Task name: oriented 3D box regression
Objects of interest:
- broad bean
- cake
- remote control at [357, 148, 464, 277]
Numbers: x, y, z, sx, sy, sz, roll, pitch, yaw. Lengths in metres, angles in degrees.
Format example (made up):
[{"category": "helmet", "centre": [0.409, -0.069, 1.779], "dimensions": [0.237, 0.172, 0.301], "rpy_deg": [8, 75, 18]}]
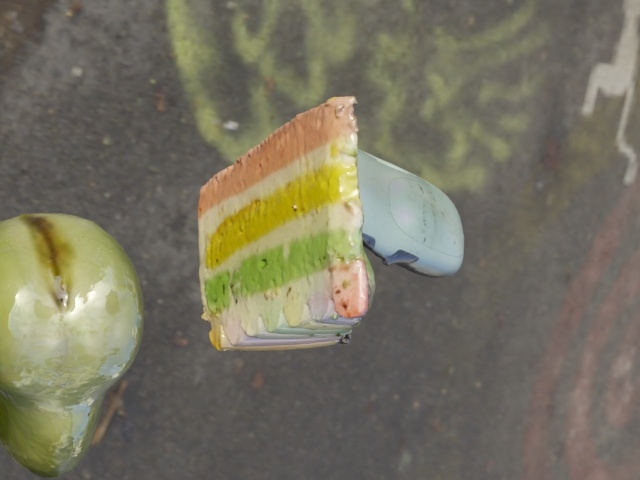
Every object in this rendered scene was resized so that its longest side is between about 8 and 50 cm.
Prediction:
[{"category": "broad bean", "centre": [-0.217, 0.077, 1.045], "dimensions": [0.121, 0.189, 0.263], "rpy_deg": [-8, 152, -26]}, {"category": "cake", "centre": [-0.021, 0.001, 0.762], "dimensions": [0.225, 0.090, 0.109], "rpy_deg": [121, -34, -79]}, {"category": "remote control", "centre": [0.067, -0.026, 1.242], "dimensions": [0.256, 0.045, 0.097], "rpy_deg": [20, 59, -52]}]
